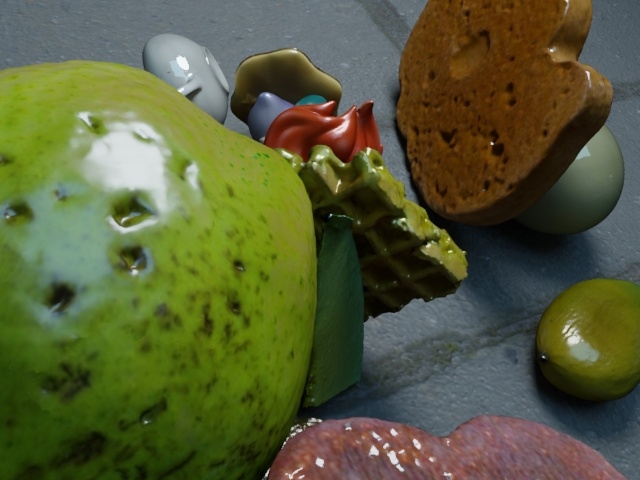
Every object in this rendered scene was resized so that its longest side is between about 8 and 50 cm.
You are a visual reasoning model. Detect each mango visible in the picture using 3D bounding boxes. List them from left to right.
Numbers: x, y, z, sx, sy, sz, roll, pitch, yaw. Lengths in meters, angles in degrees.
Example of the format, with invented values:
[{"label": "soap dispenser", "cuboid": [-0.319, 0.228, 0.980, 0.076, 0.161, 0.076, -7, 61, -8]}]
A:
[{"label": "mango", "cuboid": [0.360, 0.116, 0.835, 0.137, 0.091, 0.237, 40, 44, 12]}]

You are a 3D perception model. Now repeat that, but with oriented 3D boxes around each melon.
[{"label": "melon", "cuboid": [0.004, 0.070, 0.620, 0.053, 0.262, 0.114, 18, 44, 21]}]

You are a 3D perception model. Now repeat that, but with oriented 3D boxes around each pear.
[{"label": "pear", "cuboid": [-0.178, 0.042, 0.501, 0.390, 0.391, 0.391, 11, 48, -13]}]

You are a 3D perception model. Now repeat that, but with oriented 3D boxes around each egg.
[{"label": "egg", "cuboid": [0.332, -0.116, 0.954, 0.185, 0.186, 0.242, -7, 45, -27]}]

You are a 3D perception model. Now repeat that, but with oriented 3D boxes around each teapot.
[{"label": "teapot", "cuboid": [-0.173, -0.199, 0.833, 0.145, 0.092, 0.226, 59, 6, -16]}]

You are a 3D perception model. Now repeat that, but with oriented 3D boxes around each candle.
[{"label": "candle", "cuboid": [0.113, 0.230, 0.411, 0.316, 0.132, 0.287, 8, 28, -24]}]

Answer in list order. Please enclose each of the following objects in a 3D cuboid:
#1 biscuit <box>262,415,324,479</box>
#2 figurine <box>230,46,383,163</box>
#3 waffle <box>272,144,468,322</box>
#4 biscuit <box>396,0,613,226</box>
[{"label": "biscuit", "cuboid": [-0.036, 0.235, 0.606, 0.170, 0.050, 0.170, 10, 41, -9]}, {"label": "figurine", "cuboid": [-0.028, -0.107, 0.799, 0.208, 0.181, 0.257, -5, 52, -3]}, {"label": "waffle", "cuboid": [0.000, -0.001, 0.668, 0.219, 0.229, 0.057, 46, 39, -27]}, {"label": "biscuit", "cuboid": [0.232, -0.235, 0.918, 0.078, 0.349, 0.456, 17, 61, -31]}]
